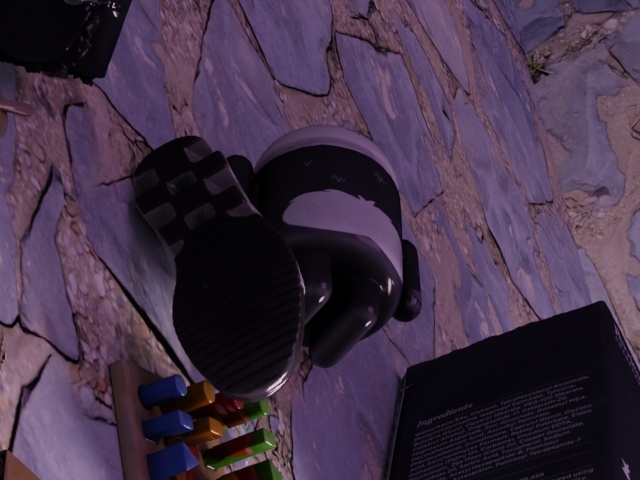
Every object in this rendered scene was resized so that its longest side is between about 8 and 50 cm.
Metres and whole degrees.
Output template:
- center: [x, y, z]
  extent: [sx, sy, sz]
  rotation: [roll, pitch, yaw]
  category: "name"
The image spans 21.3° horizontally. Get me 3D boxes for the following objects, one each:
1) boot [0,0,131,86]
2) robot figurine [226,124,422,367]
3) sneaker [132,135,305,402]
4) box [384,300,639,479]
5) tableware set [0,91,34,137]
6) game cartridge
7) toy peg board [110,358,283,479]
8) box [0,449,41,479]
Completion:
- center: [-0.236, -0.244, 1.370]
  extent: [0.246, 0.207, 0.094]
  rotation: [19, 18, -40]
  category: "boot"
- center: [0.000, 0.002, 1.793]
  extent: [0.278, 0.173, 0.209]
  rotation: [-89, 162, -49]
  category: "robot figurine"
- center: [-0.071, 0.047, 1.550]
  extent: [0.330, 0.122, 0.146]
  rotation: [-113, 177, -50]
  category: "sneaker"
- center: [0.296, 0.413, 1.988]
  extent: [0.480, 0.297, 0.472]
  rotation: [62, 18, -21]
  category: "box"
- center: [-0.297, -0.154, 1.326]
  extent: [0.194, 0.039, 0.128]
  rotation: [60, 20, -26]
  category: "tableware set"
- center: [-0.086, 0.170, 1.606]
  extent: [0.083, 0.017, 0.056]
  rotation: [64, 23, -13]
  category: "game cartridge"
- center: [-0.096, 0.186, 1.458]
  extent: [0.160, 0.079, 0.161]
  rotation: [38, 35, -57]
  category: "toy peg board"
- center: [-0.181, 0.268, 1.220]
  extent: [0.201, 0.021, 0.164]
  rotation: [52, 25, -40]
  category: "box"
